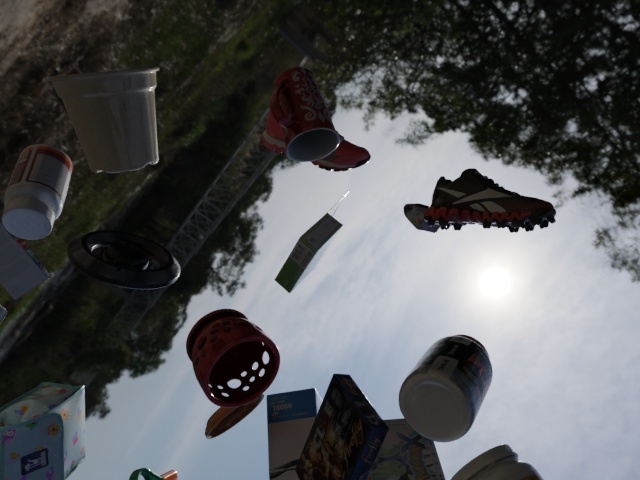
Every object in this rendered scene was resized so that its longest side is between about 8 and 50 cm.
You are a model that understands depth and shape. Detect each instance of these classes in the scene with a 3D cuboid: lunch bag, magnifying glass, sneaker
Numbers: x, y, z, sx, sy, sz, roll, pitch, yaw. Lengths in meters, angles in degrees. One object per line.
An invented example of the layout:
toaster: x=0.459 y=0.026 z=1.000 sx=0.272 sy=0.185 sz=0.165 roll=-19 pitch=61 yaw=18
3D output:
lunch bag: x=-0.692 y=0.497 z=1.270 sx=0.262 sy=0.160 sz=0.224 roll=-70 pitch=162 yaw=-83
magnifying glass: x=-0.372 y=0.550 z=1.170 sx=0.026 sy=0.092 sz=0.231 roll=-19 pitch=165 yaw=2
sneaker: x=0.349 y=-0.086 z=1.089 sx=0.276 sy=0.097 sz=0.135 roll=5 pitch=-94 yaw=40
sneaker: x=-0.011 y=-0.284 z=1.416 sx=0.116 sy=0.313 sz=0.136 roll=-60 pitch=164 yaw=-56
lunch bag: x=0.252 y=-0.062 z=1.289 sx=0.053 sy=0.071 sz=0.083 roll=-61 pitch=-140 yaw=23

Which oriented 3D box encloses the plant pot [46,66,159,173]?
plant pot: x=-0.664 y=-0.387 z=1.684 sx=0.334 sy=0.333 sz=0.306 roll=-99 pitch=-176 yaw=-71

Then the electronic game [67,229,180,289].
electronic game: x=-0.411 y=0.039 z=1.102 sx=0.229 sy=0.229 sz=0.048 roll=-100 pitch=-149 yaw=-71

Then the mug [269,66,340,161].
mug: x=-0.038 y=-0.271 z=1.066 sx=0.113 sy=0.169 sz=0.150 roll=-17 pitch=157 yaw=4

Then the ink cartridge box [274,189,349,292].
ink cartridge box: x=0.000 y=0.000 z=1.227 sx=0.235 sy=0.056 sz=0.171 roll=-43 pitch=169 yaw=-45

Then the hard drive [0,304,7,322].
hard drive: x=-0.813 y=0.192 z=0.996 sx=0.047 sy=0.353 sz=0.233 roll=74 pitch=30 yaw=-50

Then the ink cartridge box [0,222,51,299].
ink cartridge box: x=-0.500 y=0.031 z=0.841 sx=0.062 sy=0.115 sz=0.029 roll=-34 pitch=-165 yaw=-5

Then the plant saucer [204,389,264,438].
plant saucer: x=-0.254 y=0.498 z=1.514 sx=0.200 sy=0.037 sz=0.200 roll=-36 pitch=160 yaw=-16

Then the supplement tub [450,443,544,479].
supplement tub: x=0.475 y=0.680 z=1.241 sx=0.228 sy=0.228 sz=0.316 roll=-49 pitch=-133 yaw=18

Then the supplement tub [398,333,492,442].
supplement tub: x=0.371 y=0.403 z=1.493 sx=0.207 sy=0.207 sz=0.338 roll=-46 pitch=169 yaw=29

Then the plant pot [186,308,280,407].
plant pot: x=-0.216 y=0.264 z=1.229 sx=0.191 sy=0.191 sz=0.174 roll=-54 pitch=-137 yaw=1

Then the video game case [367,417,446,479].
video game case: x=0.222 y=0.692 z=1.640 sx=0.329 sy=0.299 sz=0.036 roll=-96 pitch=-178 yaw=-65

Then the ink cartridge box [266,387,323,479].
ink cartridge box: x=-0.053 y=0.702 z=1.623 sx=0.285 sy=0.166 sz=0.395 roll=72 pitch=10 yaw=-55

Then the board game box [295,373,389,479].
board game box: x=0.034 y=0.409 z=1.013 sx=0.165 sy=0.042 sz=0.243 roll=43 pitch=-63 yaw=57

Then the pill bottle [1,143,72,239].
pill bottle: x=-0.660 y=-0.114 z=1.217 sx=0.121 sy=0.121 sz=0.221 roll=-45 pitch=-142 yaw=32
